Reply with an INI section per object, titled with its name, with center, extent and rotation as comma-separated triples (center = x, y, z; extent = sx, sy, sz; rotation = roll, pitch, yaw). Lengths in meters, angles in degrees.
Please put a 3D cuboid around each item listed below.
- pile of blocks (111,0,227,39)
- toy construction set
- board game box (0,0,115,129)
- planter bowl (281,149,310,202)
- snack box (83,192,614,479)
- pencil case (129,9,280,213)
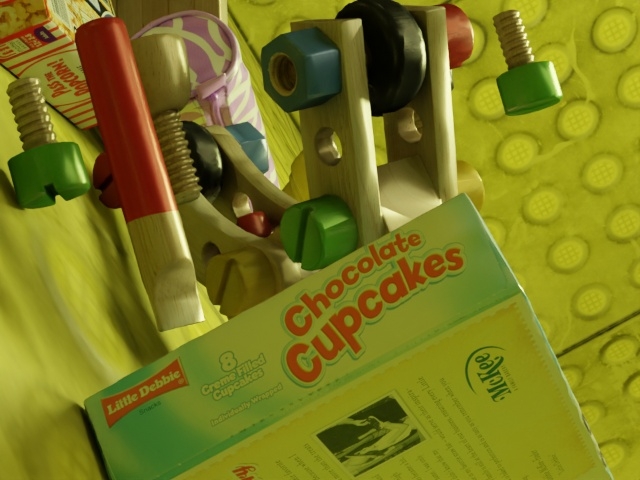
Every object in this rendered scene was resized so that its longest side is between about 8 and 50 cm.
[pile of blocks]
center = -0.165, -0.289, 1.142
extent = 0.362, 0.149, 0.112
rotation = 62, 5, 16
[toy construction set]
center = -0.015, 0.016, 0.725
extent = 0.309, 0.257, 0.237
rotation = -4, 76, -63
[board game box]
center = -0.175, -0.181, 0.832
extent = 0.147, 0.045, 0.193
rotation = 49, 22, -70
[planter bowl]
center = 0.000, 0.000, 1.567
extent = 0.217, 0.090, 0.217
rotation = 61, 5, -9
[snack box]
center = 0.040, 0.115, 0.691
extent = 0.060, 0.187, 0.322
rotation = 64, 5, 33
[pencil case]
center = -0.076, -0.064, 0.962
extent = 0.088, 0.086, 0.206
rotation = 58, -8, 37
